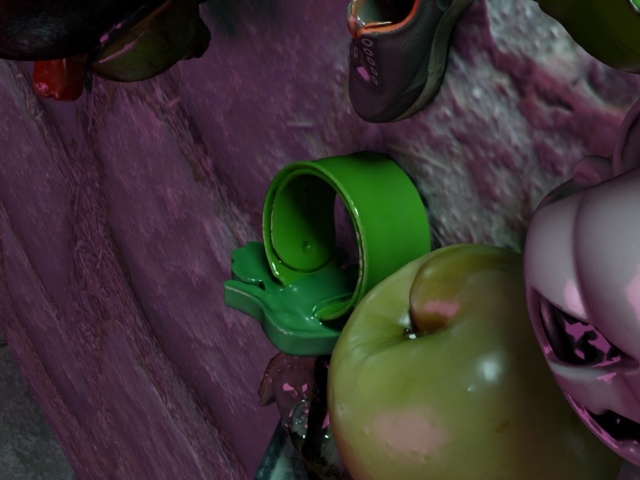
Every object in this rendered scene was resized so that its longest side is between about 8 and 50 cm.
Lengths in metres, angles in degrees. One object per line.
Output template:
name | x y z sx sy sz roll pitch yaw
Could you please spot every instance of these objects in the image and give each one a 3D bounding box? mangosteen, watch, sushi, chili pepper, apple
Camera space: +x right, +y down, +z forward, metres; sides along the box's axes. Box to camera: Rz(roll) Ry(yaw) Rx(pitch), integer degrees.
mangosteen | -0.218 -0.267 0.792 0.300 0.300 0.300 40 142 41
watch | 0.000 0.000 0.776 0.165 0.131 0.152 42 133 40
sushi | 0.036 0.128 0.830 0.273 0.134 0.109 -138 48 -64
chili pepper | -0.338 -0.237 1.250 0.070 0.073 0.123 -79 -2 -49
apple | 0.097 0.102 0.611 0.200 0.200 0.200 40 142 41

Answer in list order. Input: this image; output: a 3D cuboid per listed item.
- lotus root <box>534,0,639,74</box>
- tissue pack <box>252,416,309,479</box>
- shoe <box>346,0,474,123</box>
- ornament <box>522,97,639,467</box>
lotus root | 0.144 -0.138 0.394 0.186 0.186 0.186 40 142 41
tissue pack | -0.033 0.312 0.937 0.081 0.257 0.185 10 125 13
shoe | 0.044 -0.139 0.632 0.074 0.077 0.194 57 151 17
ornament | 0.172 0.008 0.414 0.177 0.177 0.177 40 142 41
